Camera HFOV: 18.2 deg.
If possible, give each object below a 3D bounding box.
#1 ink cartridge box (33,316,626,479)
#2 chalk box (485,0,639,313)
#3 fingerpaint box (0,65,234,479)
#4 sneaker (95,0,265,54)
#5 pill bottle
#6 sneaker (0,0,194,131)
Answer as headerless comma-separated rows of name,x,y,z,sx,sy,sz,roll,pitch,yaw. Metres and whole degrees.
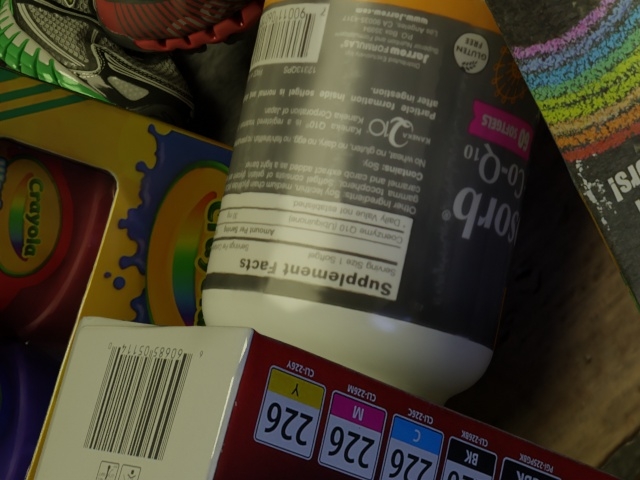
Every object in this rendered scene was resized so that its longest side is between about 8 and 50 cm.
ink cartridge box,0.009,0.209,0.895,0.130,0.309,0.272,1,72,50
chalk box,0.223,-0.052,0.854,0.180,0.179,0.289,-31,79,34
fingerpaint box,-0.261,0.105,1.187,0.163,0.371,0.444,21,92,58
sneaker,-0.046,-0.206,1.291,0.276,0.135,0.097,-18,57,26
pill bottle,0.025,-0.007,1.075,0.162,0.162,0.278,3,79,51
sneaker,-0.170,-0.184,1.475,0.146,0.134,0.343,-47,43,13
